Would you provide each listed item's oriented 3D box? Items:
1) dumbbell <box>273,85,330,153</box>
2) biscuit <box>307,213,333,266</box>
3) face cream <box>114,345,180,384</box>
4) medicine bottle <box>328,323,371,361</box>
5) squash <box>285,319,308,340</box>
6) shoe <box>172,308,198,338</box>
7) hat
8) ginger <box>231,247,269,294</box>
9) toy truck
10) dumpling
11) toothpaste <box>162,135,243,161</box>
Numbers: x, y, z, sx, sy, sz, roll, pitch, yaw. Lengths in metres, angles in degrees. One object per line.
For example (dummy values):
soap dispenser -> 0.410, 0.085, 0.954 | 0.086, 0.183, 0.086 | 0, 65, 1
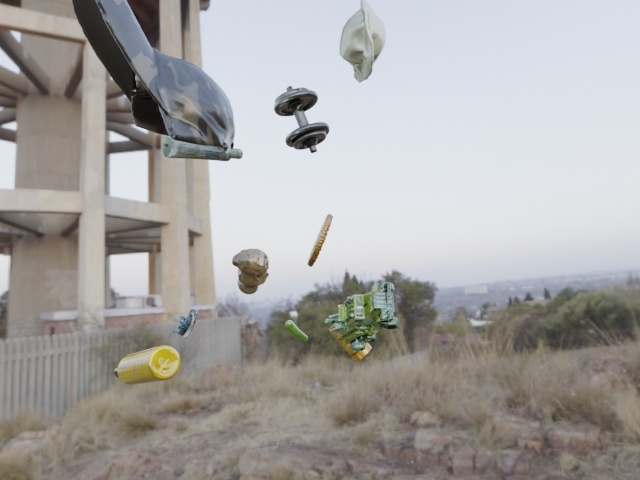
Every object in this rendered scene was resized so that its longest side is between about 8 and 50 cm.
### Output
dumbbell -> -0.075, -0.490, 1.702 | 0.192, 0.289, 0.192 | -20, -3, -1
biscuit -> 0.000, 0.000, 1.827 | 0.035, 0.253, 0.254 | 23, -11, -3
face cream -> -0.445, 0.314, 1.037 | 0.078, 0.078, 0.274 | 4, -19, -45
medicine bottle -> 0.132, 0.441, 1.883 | 0.096, 0.192, 0.096 | -42, -9, -8
squash -> -0.070, 0.265, 1.219 | 0.027, 0.089, 0.027 | -38, 17, 14
shoe -> -0.541, 0.330, 1.695 | 0.071, 0.142, 0.063 | 26, 24, -15
hat -> -0.311, -0.352, 0.841 | 0.258, 0.381, 0.366 | -19, 32, -32
ginger -> -0.200, 0.090, 1.209 | 0.105, 0.080, 0.204 | 6, -31, -6
toy truck -> 0.104, 0.210, 1.152 | 0.135, 0.128, 0.259 | 12, -32, -22
dumpling -> 0.115, -0.513, 1.125 | 0.126, 0.166, 0.216 | 5, -18, -26
toothpaste -> -0.319, -0.244, 1.123 | 0.256, 0.067, 0.037 | 10, 13, 21
